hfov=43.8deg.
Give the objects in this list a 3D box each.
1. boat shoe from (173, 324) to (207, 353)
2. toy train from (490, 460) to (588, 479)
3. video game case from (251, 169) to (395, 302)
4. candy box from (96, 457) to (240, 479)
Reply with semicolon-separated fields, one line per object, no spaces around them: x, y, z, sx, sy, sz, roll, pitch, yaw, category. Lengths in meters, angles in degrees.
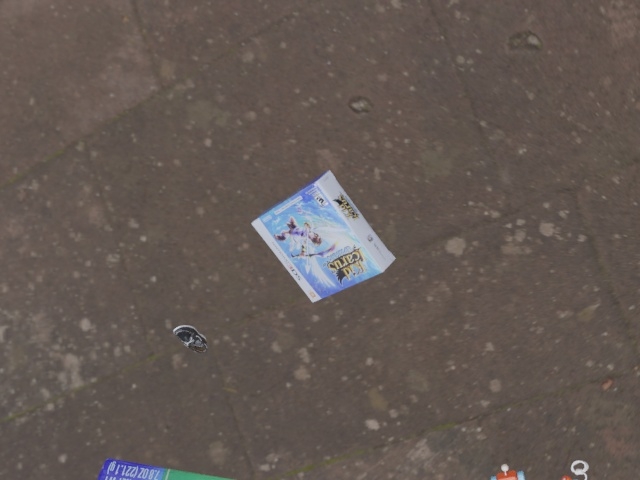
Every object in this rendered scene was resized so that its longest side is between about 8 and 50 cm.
-0.319;0.246;1.966;0.046;0.125;0.038;-26;57;8;boat shoe
0.388;0.438;1.381;0.166;0.046;0.125;-13;119;16;toy train
0.000;0.000;1.792;0.244;0.061;0.269;52;140;-8;video game case
-0.064;0.322;0.531;0.268;0.317;0.122;9;125;-1;candy box
